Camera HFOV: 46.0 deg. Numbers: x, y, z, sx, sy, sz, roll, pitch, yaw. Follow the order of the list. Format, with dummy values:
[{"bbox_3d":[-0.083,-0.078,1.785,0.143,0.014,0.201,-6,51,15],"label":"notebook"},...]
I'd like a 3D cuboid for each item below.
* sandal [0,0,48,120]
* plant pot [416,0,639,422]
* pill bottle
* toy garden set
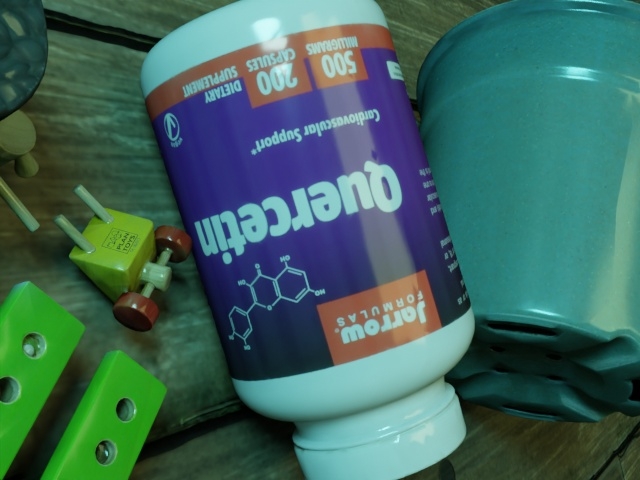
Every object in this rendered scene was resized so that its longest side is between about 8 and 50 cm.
[{"bbox_3d":[-0.314,-0.147,0.241,0.445,0.107,0.168,19,62,-37],"label":"sandal"},{"bbox_3d":[0.235,-0.012,0.787,0.341,0.341,0.334,43,53,-38],"label":"plant pot"},{"bbox_3d":[0.000,0.000,0.542,0.181,0.181,0.323,-20,93,-56],"label":"pill bottle"},{"bbox_3d":[-0.180,0.022,0.398,0.244,0.049,0.204,48,43,-32],"label":"toy garden set"}]
